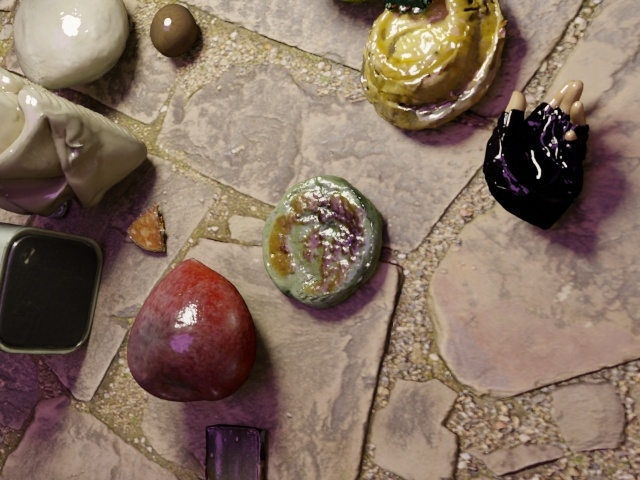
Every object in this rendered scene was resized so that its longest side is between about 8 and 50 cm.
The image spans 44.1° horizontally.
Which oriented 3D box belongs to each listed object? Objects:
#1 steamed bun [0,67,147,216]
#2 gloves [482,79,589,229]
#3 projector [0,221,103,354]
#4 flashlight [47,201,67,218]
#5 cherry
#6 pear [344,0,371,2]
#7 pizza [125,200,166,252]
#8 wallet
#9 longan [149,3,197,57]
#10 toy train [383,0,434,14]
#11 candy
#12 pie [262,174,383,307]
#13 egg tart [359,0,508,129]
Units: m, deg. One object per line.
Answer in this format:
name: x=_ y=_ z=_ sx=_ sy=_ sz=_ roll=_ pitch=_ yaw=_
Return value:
steamed bun: x=-0.574 y=-0.179 z=1.566 sx=0.342 sy=0.367 sz=0.255 roll=27 pitch=90 yaw=37
gloves: x=0.328 y=-0.141 z=1.153 sx=0.164 sy=0.124 sz=0.203 roll=35 pitch=80 yaw=11
projector: x=-0.637 y=0.091 z=1.635 sx=0.249 sy=0.248 sz=0.249 roll=8 pitch=86 yaw=33
flashlight: x=-0.643 y=-0.109 z=1.795 sx=0.200 sy=0.047 sz=0.093 roll=30 pitch=99 yaw=29
cherry: x=-0.219 y=0.168 z=1.402 sx=0.239 sy=0.206 sz=0.239 roll=-27 pitch=34 yaw=20
pear: x=0.025 y=-0.522 z=1.383 sx=0.255 sy=0.164 sz=0.238 roll=2 pitch=95 yaw=40
pizza: x=-0.340 y=-0.012 z=1.602 sx=0.100 sy=0.029 sz=0.099 roll=-43 pitch=71 yaw=22
wallet: x=-0.151 y=0.445 z=1.402 sx=0.122 sy=0.031 sz=0.232 roll=-3 pitch=82 yaw=27
longan: x=-0.301 y=-0.427 z=1.608 sx=0.113 sy=0.092 sz=0.113 roll=-2 pitch=87 yaw=56
toy train: x=0.141 y=-0.400 z=1.262 sx=0.103 sy=0.044 sz=0.064 roll=23 pitch=74 yaw=37
candy: x=-0.542 y=-0.453 z=1.679 sx=0.295 sy=0.185 sz=0.295 roll=-15 pitch=52 yaw=20
pie: x=0.000 y=0.000 z=1.369 sx=0.240 sy=0.054 sz=0.240 roll=-5 pitch=81 yaw=30
egg tart: x=0.171 y=-0.318 z=1.289 sx=0.279 sy=0.095 sz=0.279 roll=-9 pitch=72 yaw=31
